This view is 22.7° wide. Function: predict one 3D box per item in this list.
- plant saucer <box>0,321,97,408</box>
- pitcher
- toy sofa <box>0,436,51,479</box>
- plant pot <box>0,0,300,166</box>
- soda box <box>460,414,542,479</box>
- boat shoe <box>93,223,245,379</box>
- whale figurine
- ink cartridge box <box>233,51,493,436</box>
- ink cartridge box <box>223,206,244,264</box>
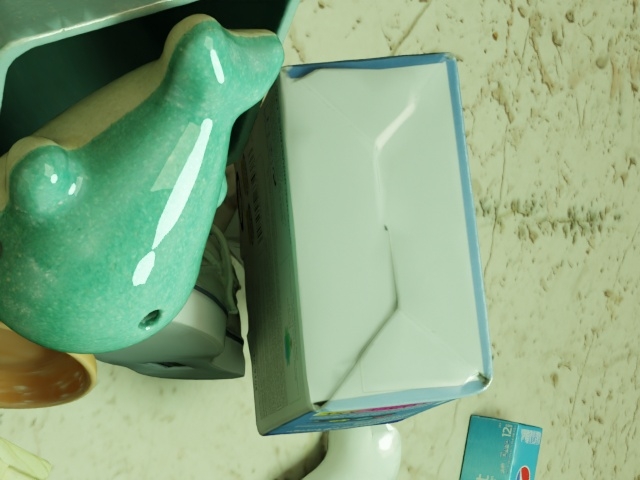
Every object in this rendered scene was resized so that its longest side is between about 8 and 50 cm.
[{"bbox_3d":[-0.269,0.080,1.223,0.200,0.200,0.037,36,51,-49],"label":"plant saucer"},{"bbox_3d":[0.017,0.314,1.697,0.207,0.125,0.178,-60,153,-43],"label":"pitcher"},{"bbox_3d":[-0.363,0.279,1.160,0.177,0.150,0.363,41,63,-50],"label":"toy sofa"},{"bbox_3d":[-0.196,-0.186,1.187,0.247,0.252,0.248,-21,156,-29],"label":"plant pot"},{"bbox_3d":[0.215,0.328,1.980,0.067,0.071,0.210,18,81,-53],"label":"soda box"},{"bbox_3d":[-0.126,0.028,1.376,0.367,0.135,0.157,51,39,-76],"label":"boat shoe"},{"bbox_3d":[-0.121,-0.030,1.087,0.272,0.141,0.216,-45,156,21],"label":"whale figurine"},{"bbox_3d":[0.017,0.023,1.372,0.151,0.395,0.270,-3,80,-11],"label":"ink cartridge box"},{"bbox_3d":[0.000,0.000,1.648,0.191,0.082,0.140,50,57,-42],"label":"ink cartridge box"}]
